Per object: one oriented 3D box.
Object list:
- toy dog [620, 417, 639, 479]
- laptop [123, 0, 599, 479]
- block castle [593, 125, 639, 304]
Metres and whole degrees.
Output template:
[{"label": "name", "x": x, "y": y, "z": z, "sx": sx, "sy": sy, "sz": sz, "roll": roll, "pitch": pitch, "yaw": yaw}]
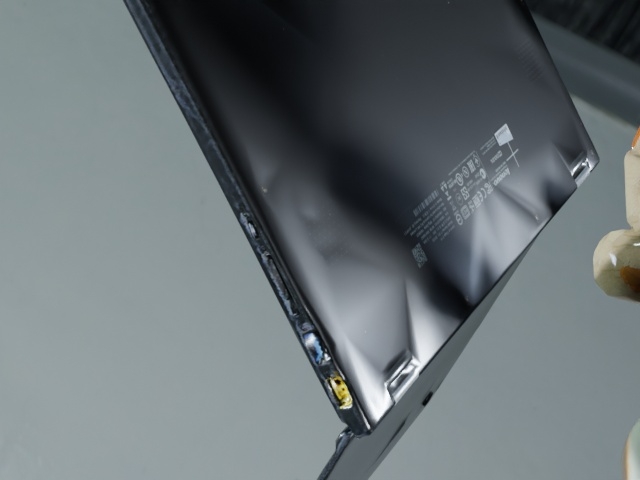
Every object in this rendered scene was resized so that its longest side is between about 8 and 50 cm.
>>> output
[{"label": "toy dog", "x": 0.455, "y": 0.231, "z": 1.125, "sx": 0.408, "sy": 0.284, "sz": 0.395, "roll": 18, "pitch": 65, "yaw": -8}, {"label": "laptop", "x": 0.000, "y": 0.000, "z": 0.828, "sx": 0.382, "sy": 0.236, "sz": 0.408, "roll": -41, "pitch": 107, "yaw": -53}, {"label": "block castle", "x": 0.428, "y": -0.072, "z": 0.921, "sx": 0.213, "sy": 0.453, "sz": 0.303, "roll": 14, "pitch": 20, "yaw": -35}]
